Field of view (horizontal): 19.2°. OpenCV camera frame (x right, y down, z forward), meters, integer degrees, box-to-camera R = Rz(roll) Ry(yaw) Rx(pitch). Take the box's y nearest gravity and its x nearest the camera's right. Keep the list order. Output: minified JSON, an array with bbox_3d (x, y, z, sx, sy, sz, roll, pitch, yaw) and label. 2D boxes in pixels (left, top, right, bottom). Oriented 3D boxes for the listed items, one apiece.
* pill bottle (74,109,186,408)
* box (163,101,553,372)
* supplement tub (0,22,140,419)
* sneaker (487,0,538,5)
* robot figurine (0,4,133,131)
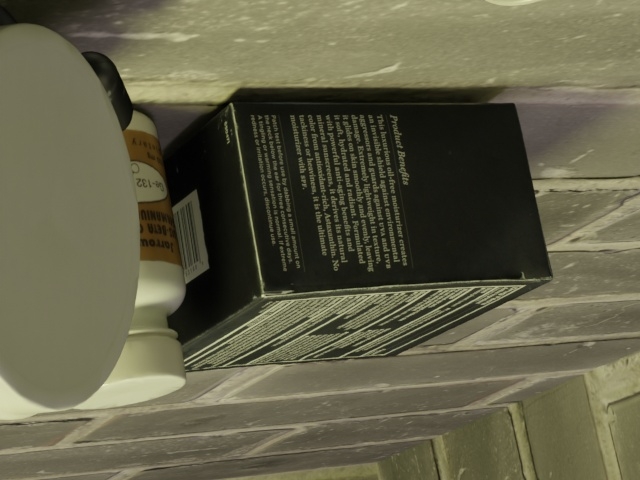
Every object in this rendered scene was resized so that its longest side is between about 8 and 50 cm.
[{"bbox_3d":[-0.181,0.017,1.569,0.131,0.229,0.131,-11,165,-3],"label":"pill bottle"},{"bbox_3d":[0.000,0.000,1.734,0.294,0.183,0.296,-1,164,-29],"label":"box"},{"bbox_3d":[-0.292,0.001,1.041,0.331,0.241,0.241,-5,168,21],"label":"supplement tub"},{"bbox_3d":[0.237,-0.239,1.217,0.305,0.114,0.152,-16,179,33],"label":"sneaker"},{"bbox_3d":[-0.257,-0.076,1.293,0.209,0.173,0.278,25,170,11],"label":"robot figurine"}]
